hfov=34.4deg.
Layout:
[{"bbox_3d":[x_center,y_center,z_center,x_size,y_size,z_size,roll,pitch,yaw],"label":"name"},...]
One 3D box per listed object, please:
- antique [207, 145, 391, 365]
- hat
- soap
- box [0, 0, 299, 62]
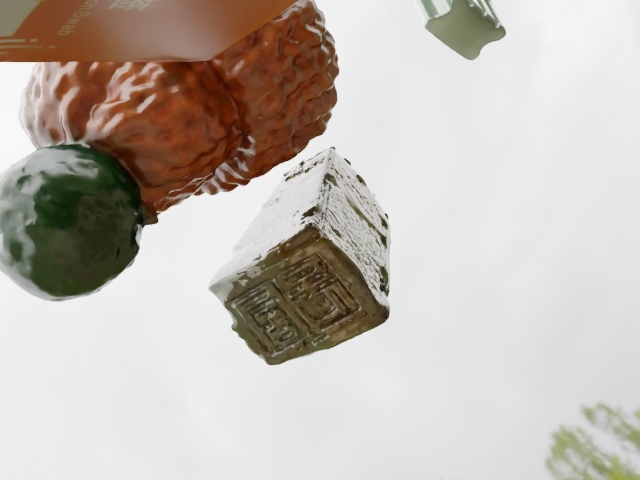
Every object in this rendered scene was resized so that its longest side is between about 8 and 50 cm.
[{"bbox_3d":[0.000,0.000,1.122,0.125,0.150,0.284,53,-155,-17],"label":"antique"},{"bbox_3d":[-0.185,-0.111,0.986,0.400,0.285,0.285,-48,-43,-28],"label":"hat"},{"bbox_3d":[0.156,-0.340,1.336,0.066,0.198,0.119,-34,-36,25],"label":"soap"},{"bbox_3d":[-0.162,-0.190,0.555,0.341,0.225,0.143,-6,-95,-33],"label":"box"}]
